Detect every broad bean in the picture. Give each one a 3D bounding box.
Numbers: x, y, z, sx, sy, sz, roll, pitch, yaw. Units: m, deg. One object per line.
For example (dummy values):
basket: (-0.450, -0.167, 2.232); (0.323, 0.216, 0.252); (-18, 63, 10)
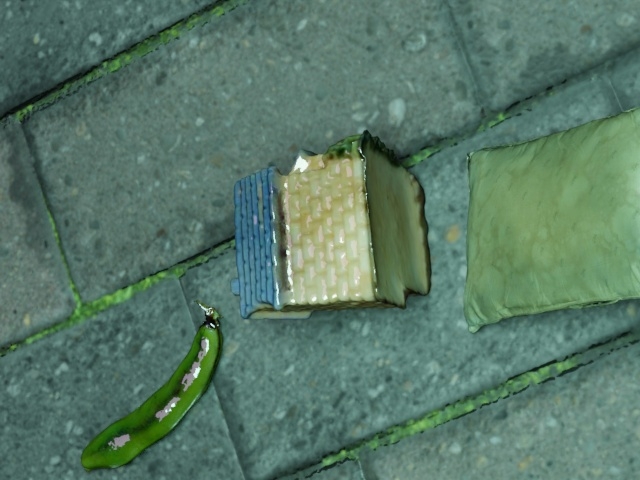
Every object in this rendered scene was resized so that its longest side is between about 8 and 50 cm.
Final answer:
broad bean: (-0.168, 0.166, 1.746); (0.069, 0.039, 0.227); (40, 98, 16)

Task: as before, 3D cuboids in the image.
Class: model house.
model house: (0.000, 0.000, 1.619); (0.172, 0.183, 0.166); (-11, 78, 21)

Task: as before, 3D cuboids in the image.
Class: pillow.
pillow: (0.230, -0.019, 1.522); (0.302, 0.075, 0.185); (-14, 70, 55)
